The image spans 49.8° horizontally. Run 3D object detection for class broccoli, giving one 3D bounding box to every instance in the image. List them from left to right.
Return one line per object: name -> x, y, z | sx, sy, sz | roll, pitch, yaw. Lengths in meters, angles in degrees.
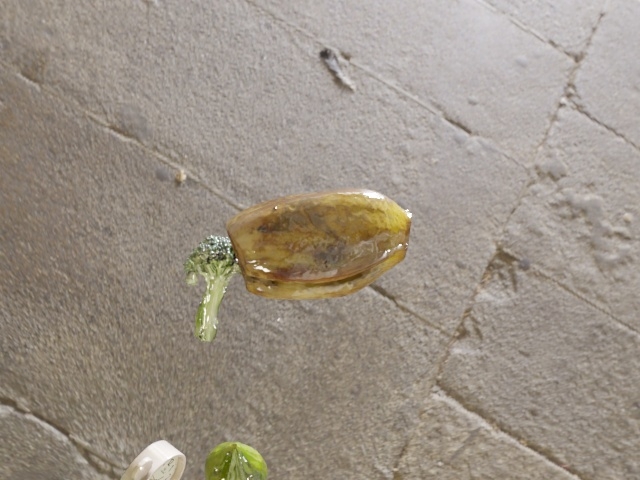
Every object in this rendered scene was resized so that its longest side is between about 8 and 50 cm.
broccoli -> -0.190, 0.087, 1.220 | 0.118, 0.122, 0.204 | 13, 110, -8

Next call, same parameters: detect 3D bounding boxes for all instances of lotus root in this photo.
lotus root -> 0.002, 0.009, 1.084 | 0.291, 0.193, 0.193 | -10, 70, -2

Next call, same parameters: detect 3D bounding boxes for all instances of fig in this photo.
fig -> -0.230, 0.616, 1.830 | 0.167, 0.233, 0.167 | -1, 76, 3

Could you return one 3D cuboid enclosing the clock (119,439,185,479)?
clock -> -0.355, 0.494, 1.430 | 0.063, 0.229, 0.155 | 30, 65, 23
